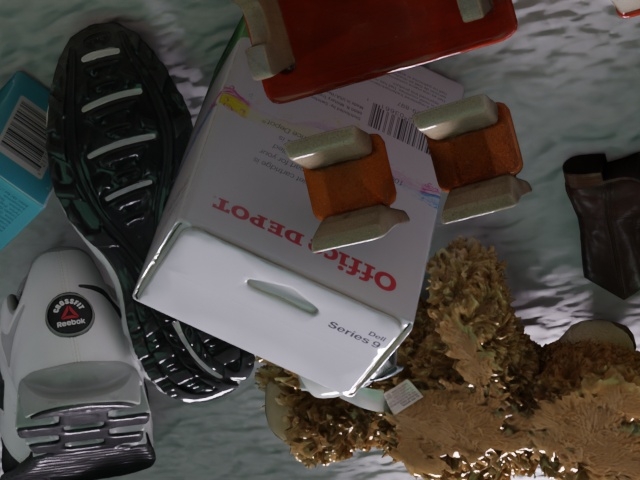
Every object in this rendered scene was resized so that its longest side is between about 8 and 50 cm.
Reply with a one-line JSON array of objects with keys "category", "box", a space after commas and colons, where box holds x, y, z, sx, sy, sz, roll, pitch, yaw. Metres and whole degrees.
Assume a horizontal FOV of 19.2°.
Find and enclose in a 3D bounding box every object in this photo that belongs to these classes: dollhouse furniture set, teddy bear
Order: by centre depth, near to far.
[{"category": "dollhouse furniture set", "box": [0.081, -0.148, 1.061, 0.259, 0.135, 0.262, -14, 91, 13]}, {"category": "teddy bear", "box": [0.097, 0.096, 1.371, 0.338, 0.113, 0.245, -9, 121, 31]}]

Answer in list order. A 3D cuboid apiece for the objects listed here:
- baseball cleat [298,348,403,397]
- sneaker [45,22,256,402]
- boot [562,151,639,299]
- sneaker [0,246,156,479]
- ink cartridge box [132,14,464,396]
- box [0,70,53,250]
[{"category": "baseball cleat", "box": [0.000, 0.000, 1.276, 0.109, 0.072, 0.205, -20, 94, 18]}, {"category": "sneaker", "box": [-0.122, -0.022, 1.302, 0.100, 0.108, 0.271, -17, 113, -3]}, {"category": "boot", "box": [0.220, -0.007, 1.270, 0.106, 0.037, 0.114, 5, 132, 28]}, {"category": "sneaker", "box": [-0.188, 0.099, 1.441, 0.122, 0.146, 0.330, -5, 161, -15]}, {"category": "ink cartridge box", "box": [-0.009, -0.031, 1.182, 0.154, 0.212, 0.093, 24, 136, -10]}, {"category": "box", "box": [-0.267, -0.011, 1.348, 0.060, 0.100, 0.244, 36, 131, -18]}]
